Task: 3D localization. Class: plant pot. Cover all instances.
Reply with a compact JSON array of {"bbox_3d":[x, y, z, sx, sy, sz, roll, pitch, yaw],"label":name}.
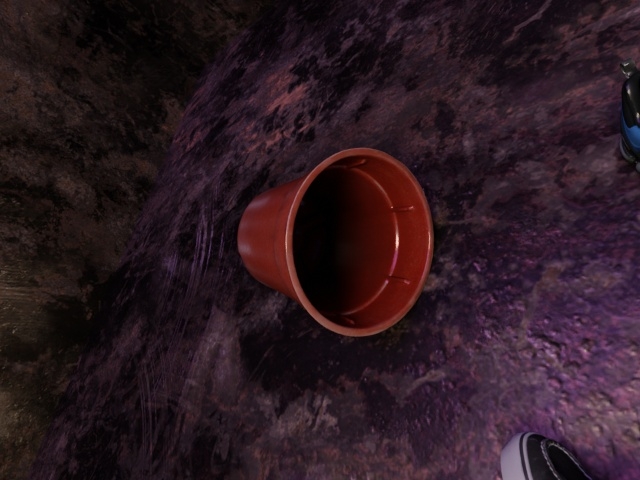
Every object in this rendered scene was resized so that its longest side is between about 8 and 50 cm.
[{"bbox_3d":[0.000,0.000,0.720,0.265,0.272,0.272,3,65,58],"label":"plant pot"}]

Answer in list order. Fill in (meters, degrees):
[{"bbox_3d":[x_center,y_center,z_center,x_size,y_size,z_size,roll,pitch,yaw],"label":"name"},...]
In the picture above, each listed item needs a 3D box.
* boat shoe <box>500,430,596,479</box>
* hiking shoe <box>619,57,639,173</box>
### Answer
[{"bbox_3d":[0.240,0.246,0.307,0.105,0.113,0.306,-63,6,17],"label":"boat shoe"},{"bbox_3d":[0.408,-0.070,0.408,0.113,0.132,0.304,-44,39,15],"label":"hiking shoe"}]
